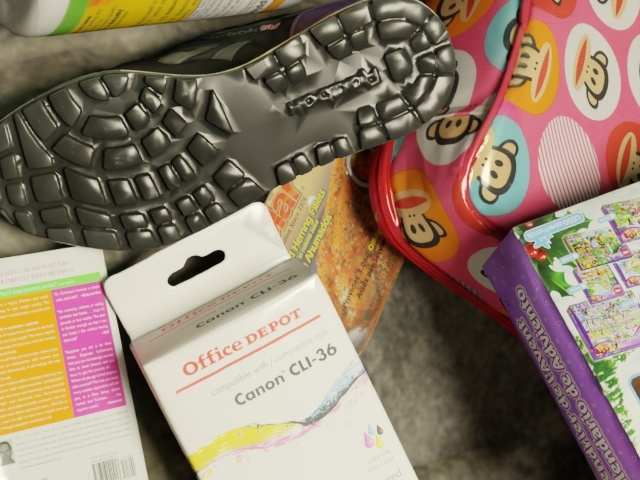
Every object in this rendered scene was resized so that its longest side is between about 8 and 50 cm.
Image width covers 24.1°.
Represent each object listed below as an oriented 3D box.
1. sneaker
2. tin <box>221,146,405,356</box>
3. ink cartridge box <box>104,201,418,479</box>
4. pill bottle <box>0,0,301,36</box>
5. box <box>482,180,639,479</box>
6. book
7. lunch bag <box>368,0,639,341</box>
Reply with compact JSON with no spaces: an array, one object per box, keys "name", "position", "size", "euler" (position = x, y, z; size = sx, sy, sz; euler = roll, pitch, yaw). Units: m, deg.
[{"name":"sneaker","position":[-0.065,-0.075,0.911],"size":[0.283,0.124,0.107],"euler":[-16,108,-7]},{"name":"tin","position":[0.000,0.000,0.964],"size":[0.106,0.040,0.190],"euler":[36,66,-25]},{"name":"ink cartridge box","position":[-0.034,0.090,0.880],"size":[0.115,0.067,0.198],"euler":[-28,104,-8]},{"name":"pill bottle","position":[-0.075,-0.200,0.892],"size":[0.245,0.136,0.136],"euler":[-12,88,-31]},{"name":"box","position":[0.268,0.045,0.885],"size":[0.293,0.057,0.201],"euler":[-19,70,-23]},{"name":"book","position":[-0.157,0.079,0.865],"size":[0.096,0.035,0.144],"euler":[-10,88,-34]},{"name":"lunch bag","position":[0.176,-0.079,1.013],"size":[0.258,0.120,0.293],"euler":[34,61,-31]}]
